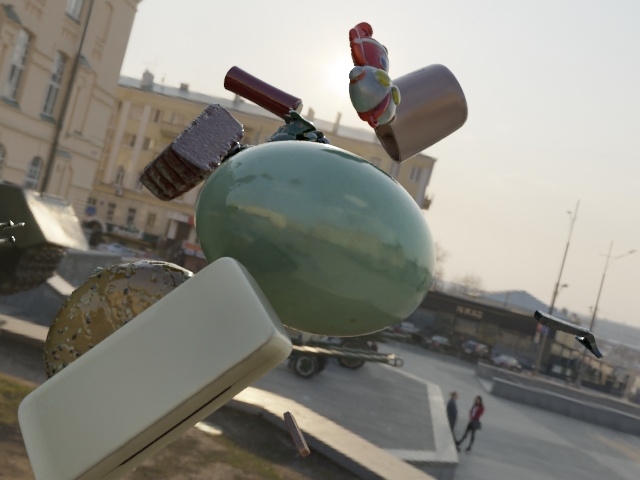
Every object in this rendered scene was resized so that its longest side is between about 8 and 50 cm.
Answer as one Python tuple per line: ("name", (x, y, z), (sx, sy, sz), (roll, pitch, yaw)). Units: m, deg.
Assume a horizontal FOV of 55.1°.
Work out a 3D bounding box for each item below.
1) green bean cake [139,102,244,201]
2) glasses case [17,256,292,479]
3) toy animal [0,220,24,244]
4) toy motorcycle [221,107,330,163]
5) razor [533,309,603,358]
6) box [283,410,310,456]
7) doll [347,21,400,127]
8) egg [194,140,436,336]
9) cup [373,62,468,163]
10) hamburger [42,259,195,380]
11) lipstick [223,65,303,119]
("green bean cake", (-0.251, -0.187, 1.259), (0.097, 0.232, 0.199), (46, -44, -16))
("glasses case", (-0.190, 0.158, 0.704), (0.131, 0.313, 0.070), (54, 1, 31))
("toy animal", (-0.664, -0.009, 1.212), (0.086, 0.069, 0.220), (-8, 11, 22))
("toy motorcycle", (-0.119, -0.222, 1.486), (0.275, 0.124, 0.187), (-19, 39, 1))
("razor", (0.443, 0.158, 1.100), (0.190, 0.033, 0.066), (26, 16, -34))
("box", (-0.062, 0.483, 1.536), (0.115, 0.025, 0.048), (58, -3, 38))
("doll", (0.087, -0.274, 1.042), (0.076, 0.245, 0.142), (-26, -49, 26))
("egg", (0.000, 0.000, 0.920), (0.389, 0.276, 0.276), (21, -4, -28))
("cup", (0.234, -0.318, 1.529), (0.201, 0.191, 0.253), (-27, 5, -3))
("hamburger", (-0.334, 0.197, 1.099), (0.277, 0.317, 0.195), (3, -10, 11))
("lipstick", (-0.166, -0.422, 1.771), (0.241, 0.080, 0.080), (30, 2, 12))
